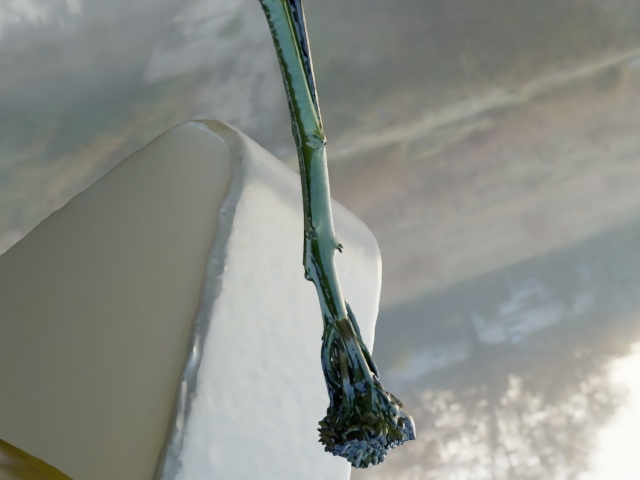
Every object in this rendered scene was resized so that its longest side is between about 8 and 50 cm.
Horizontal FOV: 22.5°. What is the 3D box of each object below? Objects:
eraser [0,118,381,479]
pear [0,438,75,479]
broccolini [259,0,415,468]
[{"bbox_3d":[-0.108,0.139,0.848,0.331,0.331,0.150,-19,141,33],"label":"eraser"},{"bbox_3d":[-0.181,0.150,0.523,0.386,0.191,0.340,14,-167,-13],"label":"pear"},{"bbox_3d":[0.000,0.000,0.682,0.044,0.218,0.042,-6,-161,19],"label":"broccolini"}]
